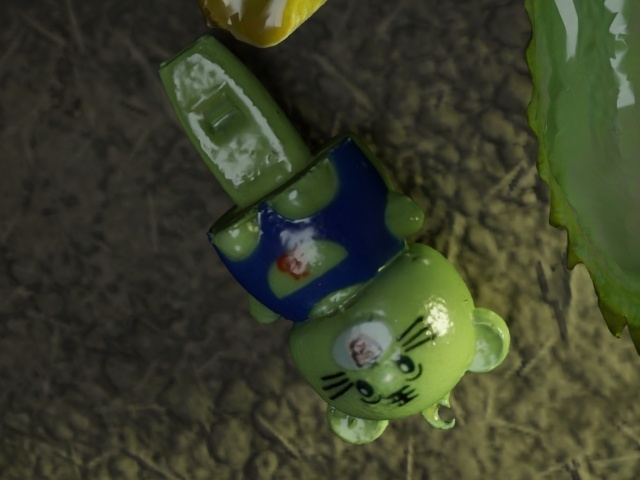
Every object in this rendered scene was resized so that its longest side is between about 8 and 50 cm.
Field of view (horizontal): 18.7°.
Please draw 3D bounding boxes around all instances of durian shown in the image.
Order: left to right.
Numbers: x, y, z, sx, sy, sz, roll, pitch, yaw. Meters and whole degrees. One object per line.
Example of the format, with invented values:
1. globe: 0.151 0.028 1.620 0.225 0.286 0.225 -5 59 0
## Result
1. durian: 0.155 -0.119 0.805 0.157 0.169 0.355 6 107 13

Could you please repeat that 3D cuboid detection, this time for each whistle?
1. whistle: 0.000 0.000 0.941 0.105 0.085 0.227 -32 99 20

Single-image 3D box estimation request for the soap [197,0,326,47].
1. soap: -0.026 -0.230 0.751 0.143 0.281 0.259 -28 102 21
